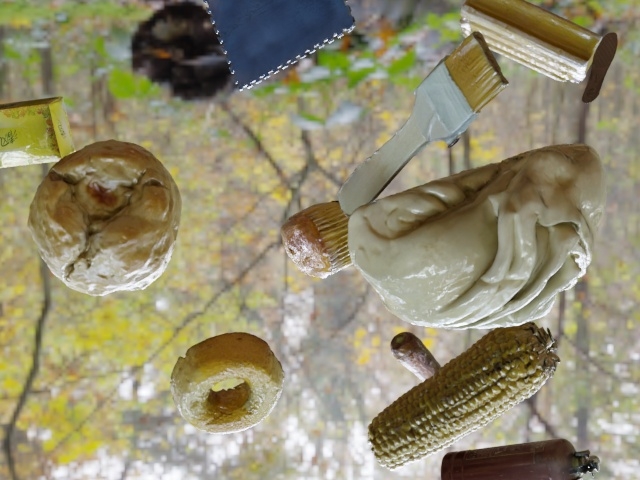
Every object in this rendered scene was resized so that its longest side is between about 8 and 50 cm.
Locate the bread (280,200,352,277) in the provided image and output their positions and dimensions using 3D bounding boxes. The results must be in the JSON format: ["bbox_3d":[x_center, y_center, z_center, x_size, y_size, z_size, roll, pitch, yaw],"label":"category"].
[{"bbox_3d":[0.000,0.000,2.220,0.114,0.132,0.190,-26,-176,-19],"label":"bread"}]

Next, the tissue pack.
[{"bbox_3d":[-0.492,-0.169,1.874,0.176,0.095,0.062,-5,-163,13],"label":"tissue pack"}]

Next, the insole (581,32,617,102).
[{"bbox_3d":[0.435,-0.270,1.826,0.002,0.135,0.045,35,157,-30],"label":"insole"}]

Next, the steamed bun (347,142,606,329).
[{"bbox_3d":[0.204,0.013,1.430,0.289,0.203,0.276,-16,176,-41],"label":"steamed bun"}]

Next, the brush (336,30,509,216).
[{"bbox_3d":[0.106,-0.119,1.367,0.020,0.085,0.336,-20,165,-37],"label":"brush"}]

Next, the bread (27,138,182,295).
[{"bbox_3d":[-0.320,-0.037,1.765,0.244,0.244,0.134,-1,168,-6],"label":"bread"}]

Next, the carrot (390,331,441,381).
[{"bbox_3d":[0.180,0.217,2.051,0.055,0.055,0.161,12,154,51],"label":"carrot"}]

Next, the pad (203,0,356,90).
[{"bbox_3d":[-0.089,-0.438,2.085,0.269,0.269,0.012,-23,173,28],"label":"pad"}]

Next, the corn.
[{"bbox_3d":[0.207,0.226,1.699,0.318,0.115,0.115,-37,-179,14],"label":"corn"}]

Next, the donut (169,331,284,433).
[{"bbox_3d":[-0.144,0.228,1.798,0.178,0.162,0.065,-33,-155,10],"label":"donut"}]

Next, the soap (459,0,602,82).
[{"bbox_3d":[0.353,-0.345,1.981,0.232,0.073,0.140,27,178,12],"label":"soap"}]

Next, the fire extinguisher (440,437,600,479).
[{"bbox_3d":[0.330,0.373,1.883,0.269,0.105,0.105,-12,-177,30],"label":"fire extinguisher"}]
